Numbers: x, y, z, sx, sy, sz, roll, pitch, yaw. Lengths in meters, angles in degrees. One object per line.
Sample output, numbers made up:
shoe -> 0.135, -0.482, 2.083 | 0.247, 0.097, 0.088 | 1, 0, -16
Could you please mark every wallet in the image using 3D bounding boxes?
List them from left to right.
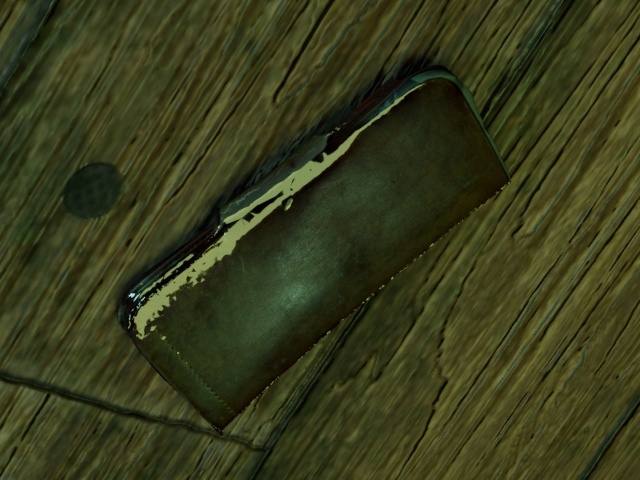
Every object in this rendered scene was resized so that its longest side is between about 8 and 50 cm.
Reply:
wallet -> 0.000, 0.000, 1.008 | 0.255, 0.031, 0.137 | -40, 133, -4
